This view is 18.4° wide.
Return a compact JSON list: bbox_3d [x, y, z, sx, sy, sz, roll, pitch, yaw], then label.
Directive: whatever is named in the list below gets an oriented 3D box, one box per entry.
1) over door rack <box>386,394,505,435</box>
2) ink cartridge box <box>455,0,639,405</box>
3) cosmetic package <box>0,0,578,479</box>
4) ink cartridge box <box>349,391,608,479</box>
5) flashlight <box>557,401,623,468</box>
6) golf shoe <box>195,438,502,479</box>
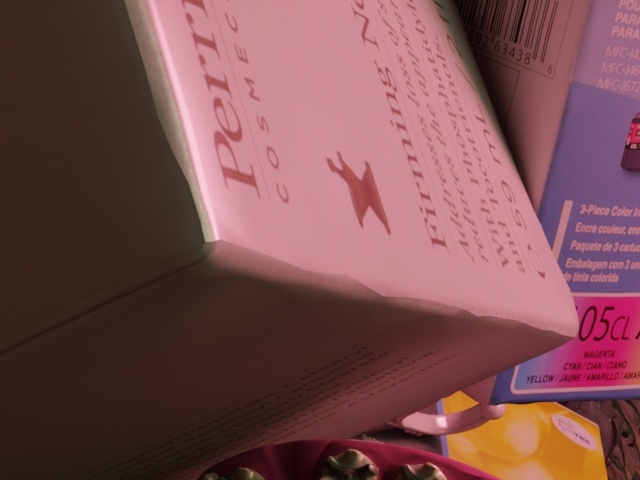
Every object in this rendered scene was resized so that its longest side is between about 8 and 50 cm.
[{"bbox_3d":[0.000,0.000,1.310,0.324,0.108,0.240,13,58,-48],"label":"over door rack"},{"bbox_3d":[0.104,-0.139,1.092,0.151,0.395,0.270,-2,21,-39],"label":"ink cartridge box"},{"bbox_3d":[-0.135,-0.056,0.882,0.393,0.327,0.329,13,55,-64],"label":"cosmetic package"},{"bbox_3d":[0.103,0.209,1.430,0.303,0.072,0.307,30,35,-31],"label":"ink cartridge box"},{"bbox_3d":[0.213,0.206,1.790,0.103,0.103,0.304,62,15,6],"label":"flashlight"},{"bbox_3d":[-0.034,0.170,0.914,0.140,0.306,0.115,42,38,-60],"label":"golf shoe"}]
